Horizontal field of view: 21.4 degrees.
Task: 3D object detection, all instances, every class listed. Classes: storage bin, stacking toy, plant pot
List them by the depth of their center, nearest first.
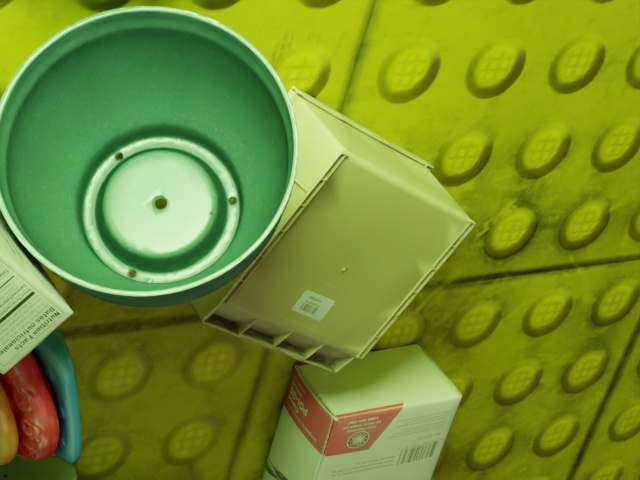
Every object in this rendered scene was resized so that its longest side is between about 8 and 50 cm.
[{"bbox_3d":[-0.166,-0.059,1.690,0.293,0.293,0.196,-31,165,-10],"label":"plant pot"},{"bbox_3d":[-0.406,0.194,1.754,0.301,0.175,0.166,-25,139,-30],"label":"stacking toy"},{"bbox_3d":[0.000,0.000,1.957,0.260,0.123,0.262,-50,139,13],"label":"storage bin"}]

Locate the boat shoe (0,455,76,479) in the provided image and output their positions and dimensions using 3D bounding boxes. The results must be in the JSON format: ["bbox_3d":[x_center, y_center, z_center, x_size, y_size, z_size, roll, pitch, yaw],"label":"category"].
[{"bbox_3d":[-0.380,0.310,2.001,0.183,0.065,0.083,-9,134,-23],"label":"boat shoe"}]

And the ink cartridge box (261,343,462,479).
[{"bbox_3d":[0.041,0.293,2.250,0.207,0.117,0.283,-7,129,-33],"label":"ink cartridge box"}]

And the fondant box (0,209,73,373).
[{"bbox_3d":[-0.391,-0.048,1.532,0.096,0.238,0.330,-41,139,-1],"label":"fondant box"}]
